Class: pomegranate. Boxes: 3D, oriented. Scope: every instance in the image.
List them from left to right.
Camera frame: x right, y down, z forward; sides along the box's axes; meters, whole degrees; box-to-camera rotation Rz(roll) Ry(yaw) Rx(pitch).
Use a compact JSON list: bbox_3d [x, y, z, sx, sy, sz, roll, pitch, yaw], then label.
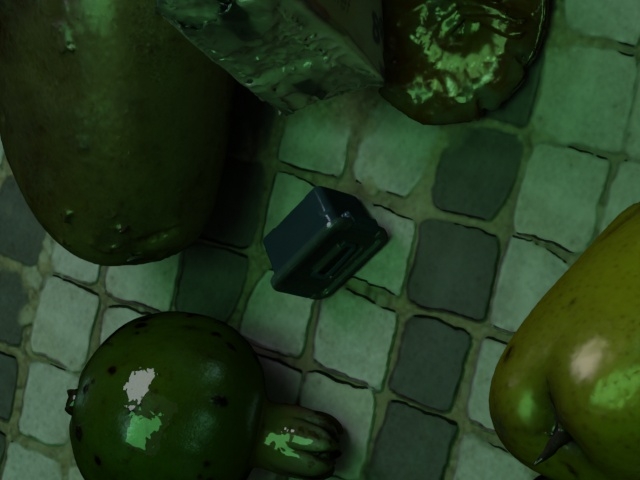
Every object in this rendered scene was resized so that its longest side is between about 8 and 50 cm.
[{"bbox_3d":[-0.103,0.161,1.631,0.248,0.202,0.202,12,97,4],"label":"pomegranate"}]

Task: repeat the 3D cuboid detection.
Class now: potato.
[{"bbox_3d":[-0.190,-0.159,1.662,0.270,0.219,0.359,15,104,49],"label":"potato"}]

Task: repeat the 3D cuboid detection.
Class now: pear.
[{"bbox_3d":[0.209,0.103,1.342,0.267,0.178,0.266,164,90,-76],"label":"pear"}]

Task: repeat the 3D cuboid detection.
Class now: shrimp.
[{"bbox_3d":[0.129,-0.236,1.541,0.154,0.062,0.294,22,108,23],"label":"shrimp"}]

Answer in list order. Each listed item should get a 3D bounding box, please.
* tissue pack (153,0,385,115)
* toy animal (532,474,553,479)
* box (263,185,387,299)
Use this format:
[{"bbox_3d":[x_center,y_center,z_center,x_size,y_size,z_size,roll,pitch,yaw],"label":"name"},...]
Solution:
[{"bbox_3d":[-0.048,-0.298,1.509,0.125,0.242,0.343,-15,67,20],"label":"tissue pack"},{"bbox_3d":[0.209,0.283,1.456,0.210,0.121,0.117,46,133,20],"label":"toy animal"},{"bbox_3d":[0.000,0.000,1.620,0.099,0.074,0.054,-44,52,26],"label":"box"}]
